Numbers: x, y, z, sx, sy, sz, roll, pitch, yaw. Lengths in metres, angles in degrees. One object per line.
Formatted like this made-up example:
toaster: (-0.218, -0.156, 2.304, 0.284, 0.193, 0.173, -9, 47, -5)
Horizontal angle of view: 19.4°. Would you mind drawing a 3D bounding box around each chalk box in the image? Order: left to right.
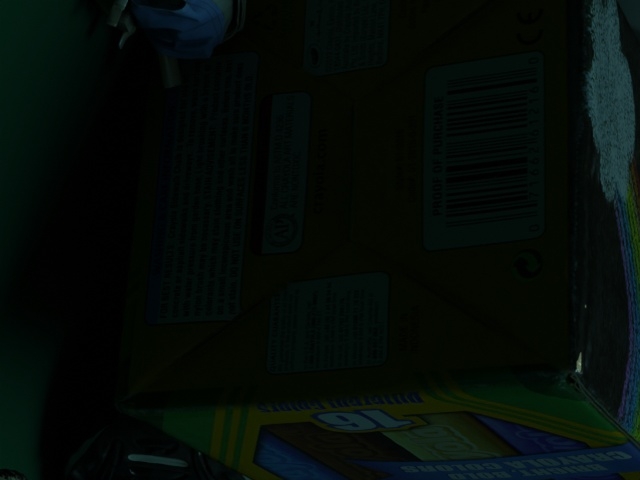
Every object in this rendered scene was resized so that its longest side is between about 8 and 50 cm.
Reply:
chalk box: (0.062, 0.021, 0.798, 0.289, 0.179, 0.180, 44, 46, -60)

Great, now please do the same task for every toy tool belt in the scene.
toy tool belt: (-0.055, -0.088, 0.673, 0.083, 0.052, 0.051, 55, 49, -74)

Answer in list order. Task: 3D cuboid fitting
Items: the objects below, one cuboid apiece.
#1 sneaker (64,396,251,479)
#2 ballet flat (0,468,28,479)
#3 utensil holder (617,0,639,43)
sneaker: (-0.056, 0.095, 0.902, 0.271, 0.100, 0.108, 62, 34, -75)
ballet flat: (-0.141, 0.336, 0.716, 0.164, 0.182, 0.483, 9, 102, -76)
utensil holder: (0.218, -0.235, 0.937, 0.385, 0.327, 0.327, -65, 167, -7)
